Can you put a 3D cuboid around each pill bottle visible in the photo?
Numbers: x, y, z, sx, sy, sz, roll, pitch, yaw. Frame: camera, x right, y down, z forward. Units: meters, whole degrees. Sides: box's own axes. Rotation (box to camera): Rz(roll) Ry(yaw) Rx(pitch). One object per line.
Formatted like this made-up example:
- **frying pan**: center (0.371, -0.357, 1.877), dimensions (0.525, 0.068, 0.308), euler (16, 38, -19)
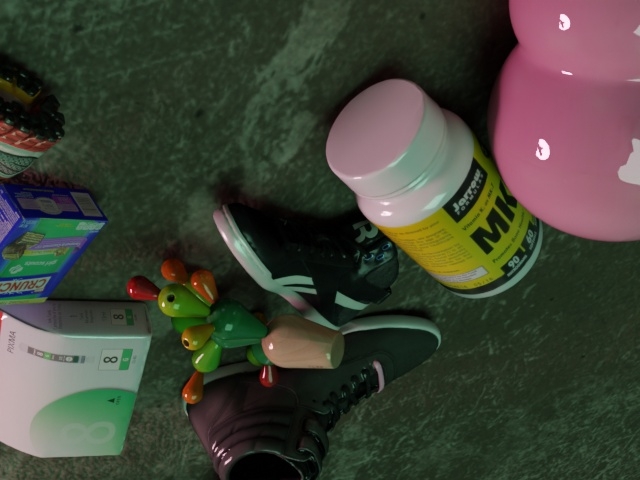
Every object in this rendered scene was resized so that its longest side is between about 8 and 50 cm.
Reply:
- **pill bottle**: center (0.103, -0.043, 0.768), dimensions (0.119, 0.119, 0.208), euler (-38, 133, 15)

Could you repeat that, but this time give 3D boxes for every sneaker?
- **sneaker**: center (0.008, 0.181, 0.918), dimensions (0.295, 0.147, 0.105), euler (-17, 133, -8)
- **sneaker**: center (-0.294, -0.101, 0.586), dimensions (0.092, 0.088, 0.225), euler (-39, 130, 26)
- **sneaker**: center (0.000, 0.000, 0.805), dimensions (0.121, 0.079, 0.217), euler (-35, 142, 8)

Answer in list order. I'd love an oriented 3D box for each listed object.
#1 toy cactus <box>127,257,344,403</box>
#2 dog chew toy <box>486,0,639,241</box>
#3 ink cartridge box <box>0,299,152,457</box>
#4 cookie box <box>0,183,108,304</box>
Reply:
- **toy cactus**: center (-0.070, 0.094, 0.807), dimensions (0.180, 0.112, 0.219), euler (8, 151, 24)
- **dog chew toy**: center (0.233, -0.167, 0.656), dimensions (0.206, 0.207, 0.332), euler (-12, 122, -11)
- **ink cartridge box**: center (-0.290, 0.137, 0.830), dimensions (0.224, 0.056, 0.181), euler (2, 130, -25)
- **cookie box**: center (-0.244, 0.005, 0.711), dimensions (0.107, 0.040, 0.092), euler (-46, 158, 23)
